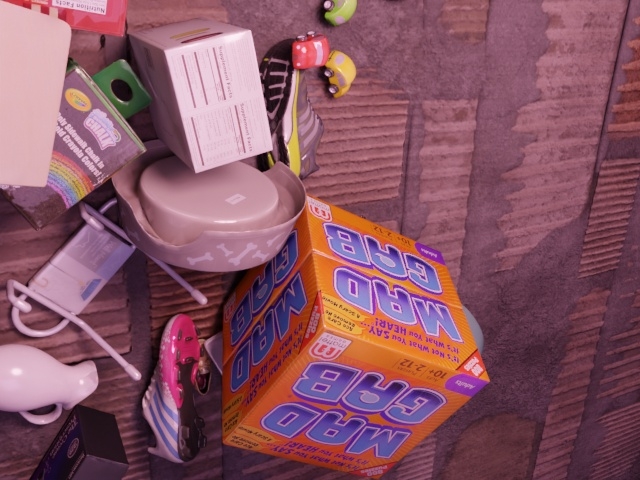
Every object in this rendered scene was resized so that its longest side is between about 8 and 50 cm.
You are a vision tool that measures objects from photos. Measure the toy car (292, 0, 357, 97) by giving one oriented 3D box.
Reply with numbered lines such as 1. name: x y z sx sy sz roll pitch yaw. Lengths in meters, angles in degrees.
1. toy car: 0.032 -0.417 1.286 0.239 0.053 0.225 13 89 -66

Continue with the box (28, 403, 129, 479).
1. box: -0.521 0.508 1.348 0.103 0.184 0.261 30 94 -36

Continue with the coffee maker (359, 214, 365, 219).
1. coffee maker: 0.000 0.000 1.462 0.178 0.120 0.171 26 52 -30

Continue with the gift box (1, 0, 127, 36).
1. gift box: -0.393 -0.467 0.939 0.255 0.258 0.276 5 116 -31

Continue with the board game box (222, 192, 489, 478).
1. board game box: 0.042 0.196 1.289 0.356 0.356 0.356 22 124 -25

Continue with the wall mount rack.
1. wall mount rack: -0.413 0.098 1.260 0.350 0.130 0.304 -48 126 -1

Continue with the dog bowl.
1. dog bowl: -0.205 -0.069 1.186 0.349 0.349 0.102 -5 127 -27

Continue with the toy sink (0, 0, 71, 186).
1. toy sink: -0.456 -0.201 0.871 0.153 0.131 0.234 -3 108 -58

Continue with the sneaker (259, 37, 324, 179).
1. sneaker: -0.056 -0.261 1.333 0.121 0.111 0.300 -19 121 -43

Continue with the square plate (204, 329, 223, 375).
1. square plate: -0.061 0.286 1.564 0.344 0.049 0.347 -31 113 -15

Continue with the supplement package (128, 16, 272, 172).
1. supplement package: -0.213 -0.264 1.130 0.145 0.262 0.204 -20 120 -21

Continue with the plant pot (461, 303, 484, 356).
1. plant pot: 0.269 0.273 1.636 0.235 0.293 0.293 -33 124 -22

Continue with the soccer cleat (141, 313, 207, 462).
1. soccer cleat: -0.337 0.325 1.417 0.116 0.143 0.331 -11 99 -66

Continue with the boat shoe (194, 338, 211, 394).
1. boat shoe: -0.269 0.291 1.478 0.050 0.045 0.135 -11 116 -25

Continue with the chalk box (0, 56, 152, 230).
1. chalk box: -0.428 -0.191 1.096 0.289 0.179 0.180 -40 124 -10

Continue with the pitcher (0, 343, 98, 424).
1. pitcher: -0.575 0.293 1.270 0.207 0.125 0.178 25 109 -47
